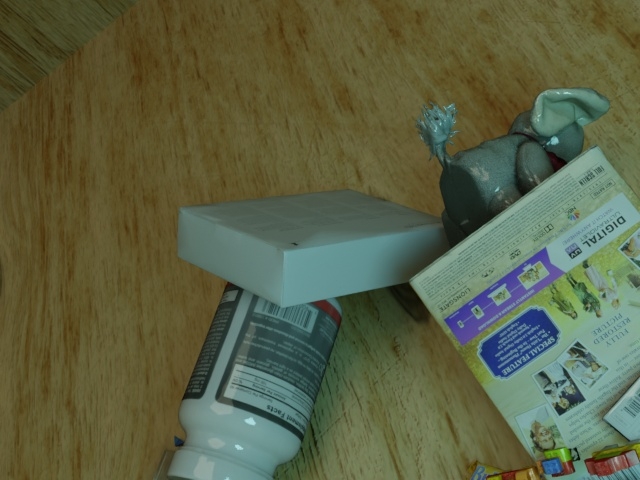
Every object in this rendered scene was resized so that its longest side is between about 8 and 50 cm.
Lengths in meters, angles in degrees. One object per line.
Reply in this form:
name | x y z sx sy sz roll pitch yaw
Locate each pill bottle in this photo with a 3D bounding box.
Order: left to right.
pill bottle | -0.110 0.243 1.488 0.210 0.210 0.363 -1 59 40

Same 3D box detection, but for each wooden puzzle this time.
wooden puzzle | -0.267 0.418 1.636 0.079 0.014 0.116 9 66 39

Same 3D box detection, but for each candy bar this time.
candy bar | 0.270 0.338 1.238 0.161 0.018 0.040 7 64 42

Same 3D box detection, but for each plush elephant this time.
plush elephant | 0.316 -0.093 1.374 0.255 0.330 0.272 -24 -4 -22

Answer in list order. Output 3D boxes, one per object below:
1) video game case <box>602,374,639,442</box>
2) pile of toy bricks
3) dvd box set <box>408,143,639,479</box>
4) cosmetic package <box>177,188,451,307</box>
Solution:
video game case | 0.483 0.189 1.032 0.210 0.042 0.232 41 95 20
pile of toy bricks | 0.282 0.307 1.047 0.212 0.105 0.118 -25 81 37
dvd box set | 0.354 0.133 1.142 0.308 0.062 0.420 -38 72 11
cosmetic package | 0.000 0.000 1.477 0.284 0.377 0.097 18 110 48
